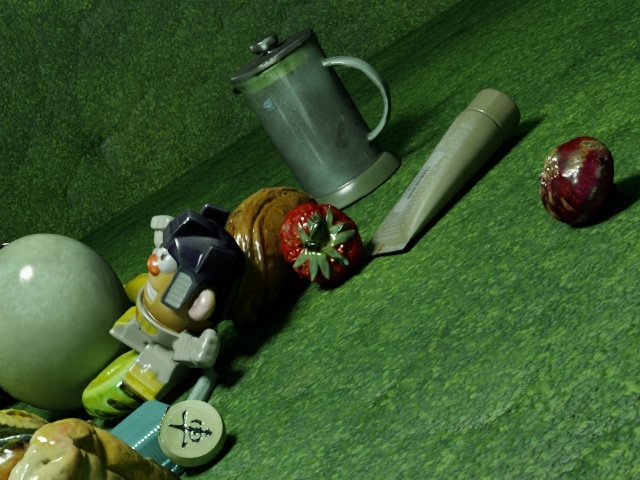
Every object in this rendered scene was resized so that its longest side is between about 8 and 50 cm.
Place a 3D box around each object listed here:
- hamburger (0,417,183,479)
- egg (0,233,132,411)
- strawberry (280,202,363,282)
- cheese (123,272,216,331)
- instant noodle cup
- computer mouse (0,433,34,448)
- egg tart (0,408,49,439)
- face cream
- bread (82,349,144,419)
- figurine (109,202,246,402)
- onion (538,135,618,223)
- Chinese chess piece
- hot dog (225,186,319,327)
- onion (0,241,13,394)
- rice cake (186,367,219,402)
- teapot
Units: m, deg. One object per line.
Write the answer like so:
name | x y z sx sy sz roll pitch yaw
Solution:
hamburger | -0.279 0.302 1.214 0.162 0.209 0.330 -24 15 34
egg | -0.437 0.138 1.909 0.258 0.352 0.259 -5 52 6
strawberry | -0.005 0.003 1.780 0.131 0.131 0.148 -39 9 -20
cheese | -0.257 0.110 2.008 0.176 0.069 0.270 8 11 -24
instant noodle cup | -0.232 0.274 1.495 0.179 0.070 0.157 -38 16 -22
computer mouse | -0.423 0.371 1.363 0.374 0.114 0.203 -40 51 -7
egg tart | -0.560 0.333 1.738 0.345 0.133 0.345 -6 -22 -2
face cream | 0.188 -0.098 1.809 0.341 0.084 0.137 -49 17 -23
bread | -0.303 0.226 1.815 0.130 0.071 0.139 -31 15 26
figurine | -0.204 0.081 1.714 0.308 0.309 0.143 -22 -14 42
onion | 0.309 -0.070 1.383 0.107 0.097 0.107 -165 90 -75
Chinese chess piece | -0.157 0.236 1.425 0.084 0.084 0.034 -40 -25 -23
hot dog | -0.088 0.019 1.875 0.272 0.122 0.196 -59 -15 -52
onion | -0.655 0.163 2.356 0.341 0.341 0.341 -32 14 9
rice cake | -0.169 0.215 1.644 0.021 0.022 0.121 -32 13 21
teapot | 0.002 -0.243 2.162 0.270 0.337 0.200 -24 17 30
